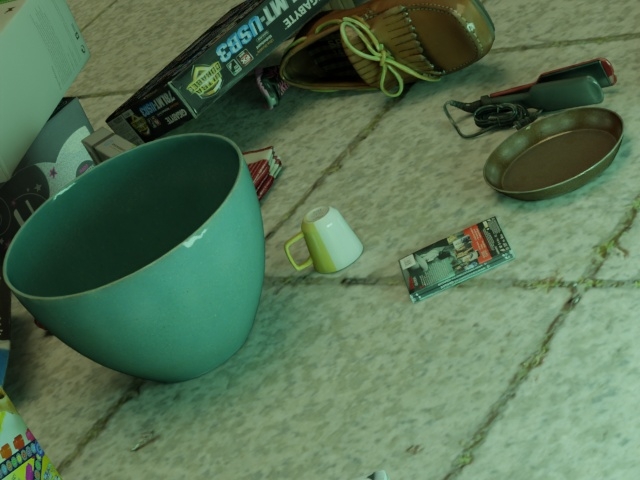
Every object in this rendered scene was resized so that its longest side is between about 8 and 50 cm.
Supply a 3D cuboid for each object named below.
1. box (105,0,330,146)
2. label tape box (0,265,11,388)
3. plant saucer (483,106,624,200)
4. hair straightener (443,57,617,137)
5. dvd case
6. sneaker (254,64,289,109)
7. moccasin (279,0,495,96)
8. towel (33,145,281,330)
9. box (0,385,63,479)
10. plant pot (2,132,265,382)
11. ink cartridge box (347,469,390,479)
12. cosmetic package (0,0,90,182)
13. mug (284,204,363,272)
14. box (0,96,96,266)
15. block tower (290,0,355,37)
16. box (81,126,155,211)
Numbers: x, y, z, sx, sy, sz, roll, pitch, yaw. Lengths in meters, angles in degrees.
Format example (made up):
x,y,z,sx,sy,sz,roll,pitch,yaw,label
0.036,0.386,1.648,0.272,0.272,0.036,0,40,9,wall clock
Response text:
x,y,z,sx,sy,sz,roll,pitch,yaw,label
-0.150,-0.264,2.365,0.295,0.073,0.293,-45,14,-23,box
-0.513,0.083,2.024,0.241,0.105,0.333,9,23,-14,label tape box
0.266,-0.093,1.837,0.168,0.029,0.168,-21,27,11,plant saucer
0.241,-0.168,1.972,0.230,0.047,0.089,-5,34,38,hair straightener
0.146,0.020,1.763,0.119,0.013,0.087,-24,26,4,dvd case
-0.064,-0.230,2.379,0.057,0.047,0.119,-14,28,1,sneaker
0.081,-0.263,2.189,0.380,0.139,0.147,5,42,48,moccasin
-0.203,-0.003,2.104,0.237,0.037,0.329,-10,30,32,towel
-0.456,0.242,1.621,0.290,0.279,0.177,-18,27,19,box
-0.178,0.043,1.808,0.290,0.195,0.290,-20,30,12,plant pot
-0.034,0.302,1.388,0.206,0.045,0.208,-20,29,14,ink cartridge box
-0.474,-0.211,2.227,0.197,0.155,0.365,-12,28,18,cosmetic package
0.004,-0.001,1.874,0.062,0.064,0.078,8,43,48,mug
-0.426,-0.069,2.283,0.142,0.163,0.247,4,39,43,box
0.050,-0.425,2.561,0.336,0.097,0.091,-22,28,8,block tower
-0.220,-0.059,2.012,0.038,0.145,0.186,-35,25,-13,box
